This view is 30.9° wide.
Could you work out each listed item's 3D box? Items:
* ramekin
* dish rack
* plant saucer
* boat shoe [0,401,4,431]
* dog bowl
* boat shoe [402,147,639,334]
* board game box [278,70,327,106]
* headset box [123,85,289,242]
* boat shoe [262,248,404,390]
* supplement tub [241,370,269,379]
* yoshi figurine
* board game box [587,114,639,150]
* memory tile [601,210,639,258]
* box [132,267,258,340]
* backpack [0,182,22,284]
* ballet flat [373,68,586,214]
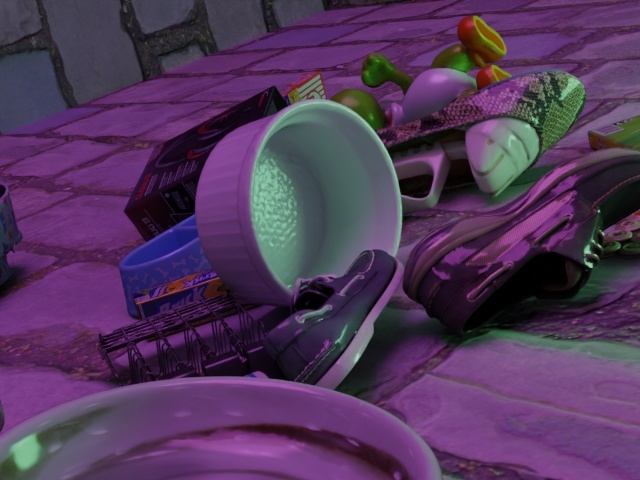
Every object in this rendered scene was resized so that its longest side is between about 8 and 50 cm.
[{"bbox_3d":[-0.033,-0.040,1.529,0.135,0.277,0.277,-5,19,45],"label":"ramekin"},{"bbox_3d":[-0.163,0.142,1.401,0.208,0.074,0.271,-18,17,-14],"label":"dish rack"},{"bbox_3d":[-0.099,0.233,0.965,0.400,0.101,0.400,0,16,0],"label":"plant saucer"},{"bbox_3d":[-0.465,0.259,1.231,0.302,0.113,0.103,-34,26,-22],"label":"boat shoe"},{"bbox_3d":[-0.174,0.010,1.732,0.297,0.074,0.166,-34,19,-33],"label":"dog bowl"},{"bbox_3d":[0.273,0.012,1.389,0.355,0.132,0.130,-27,58,-11],"label":"boat shoe"},{"bbox_3d":[-0.037,-0.238,2.293,0.045,0.147,0.193,-6,21,25],"label":"board game box"},{"bbox_3d":[-0.185,-0.110,1.938,0.293,0.110,0.218,-24,27,23],"label":"headset box"},{"bbox_3d":[0.016,0.073,1.355,0.116,0.099,0.319,-50,4,28],"label":"boat shoe"},{"bbox_3d":[-0.097,0.187,1.214,0.107,0.071,0.071,-20,19,-19],"label":"supplement tub"},{"bbox_3d":[0.147,-0.237,2.008,0.362,0.203,0.203,-30,16,32],"label":"yoshi figurine"},{"bbox_3d":[0.530,-0.153,1.803,0.124,0.039,0.259,-18,16,-9],"label":"board game box"},{"bbox_3d":[0.427,-0.010,1.497,0.113,0.012,0.148,2,24,39],"label":"memory tile"},{"bbox_3d":[-0.170,0.080,1.598,0.168,0.059,0.054,-17,18,-10],"label":"box"},{"bbox_3d":[-0.624,0.002,1.949,0.225,0.191,0.253,-8,26,10],"label":"backpack"},{"bbox_3d":[0.190,-0.123,1.831,0.482,0.164,0.182,-15,39,16],"label":"ballet flat"}]
